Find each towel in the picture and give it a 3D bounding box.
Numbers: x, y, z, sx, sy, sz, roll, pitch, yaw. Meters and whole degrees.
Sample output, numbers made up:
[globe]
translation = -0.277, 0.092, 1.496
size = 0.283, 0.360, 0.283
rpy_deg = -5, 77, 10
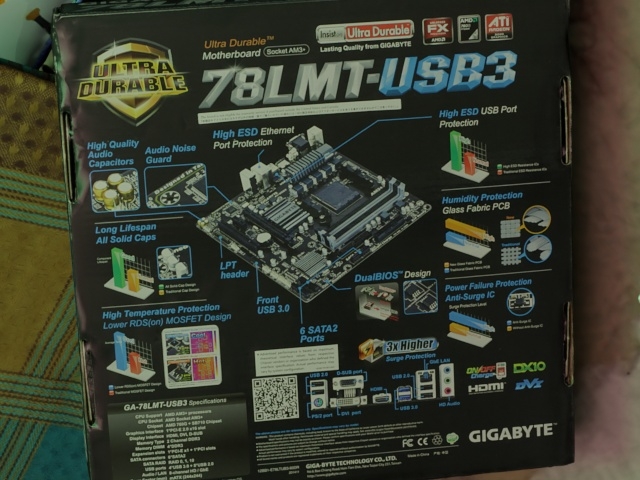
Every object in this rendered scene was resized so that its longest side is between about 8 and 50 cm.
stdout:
[towel]
translation = -0.192, 0.061, 1.091
size = 0.370, 0.271, 0.040
rpy_deg = -59, 35, 23

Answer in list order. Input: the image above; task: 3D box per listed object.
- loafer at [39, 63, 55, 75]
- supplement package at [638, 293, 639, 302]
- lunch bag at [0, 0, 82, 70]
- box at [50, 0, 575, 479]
[loafer]
translation = -0.151, -0.079, 1.128
size = 0.125, 0.045, 0.039
rpy_deg = 27, 107, 20
[supplement package]
translation = 0.277, -0.003, 0.826
size = 0.139, 0.244, 0.134
rpy_deg = 44, 118, 8
[lunch bag]
translation = -0.270, -0.312, 1.013
size = 0.385, 0.239, 0.328
rpy_deg = 33, 111, -1
[box]
translation = 0.000, 0.000, 0.981
size = 0.296, 0.073, 0.293
rpy_deg = -5, 102, -7
